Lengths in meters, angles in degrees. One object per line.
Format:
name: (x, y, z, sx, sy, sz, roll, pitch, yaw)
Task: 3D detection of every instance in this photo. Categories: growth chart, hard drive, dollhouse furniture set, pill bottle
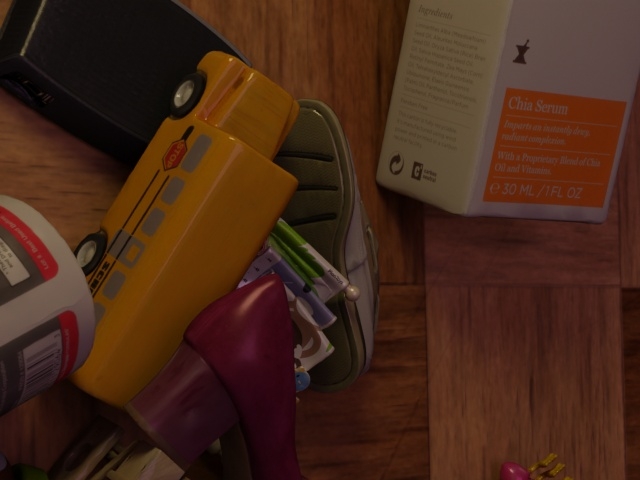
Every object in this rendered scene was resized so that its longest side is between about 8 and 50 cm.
growth chart: (-0.070, 0.098, 1.494, 0.172, 0.021, 0.237, 37, 93, -20)
hard drive: (-0.185, -0.172, 1.468, 0.254, 0.054, 0.172, 31, 68, -32)
dollhouse furniture set: (-0.148, 0.269, 1.384, 0.101, 0.161, 0.182, -50, 115, -15)
pill bottle: (-0.353, 0.098, 1.222, 0.318, 0.176, 0.176, -31, 105, -42)

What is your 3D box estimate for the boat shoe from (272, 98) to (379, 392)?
boat shoe: (0.000, 0.000, 1.569, 0.103, 0.113, 0.302, -33, 120, -69)

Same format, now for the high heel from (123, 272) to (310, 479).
high heel: (-0.024, 0.189, 1.442, 0.181, 0.127, 0.377, -44, 142, -6)

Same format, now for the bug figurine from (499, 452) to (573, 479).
bug figurine: (0.229, 0.374, 1.733, 0.279, 0.072, 0.216, -33, 100, -30)

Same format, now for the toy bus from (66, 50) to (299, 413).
toy bus: (-0.130, -0.008, 1.413, 0.108, 0.130, 0.333, 33, 87, -36)

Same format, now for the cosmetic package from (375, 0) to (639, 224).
cosmetic package: (0.233, -0.256, 1.648, 0.230, 0.161, 0.453, 1, 105, -38)

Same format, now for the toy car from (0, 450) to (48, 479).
toy car: (-0.285, 0.240, 1.272, 0.155, 0.188, 0.149, 24, 72, -34)
